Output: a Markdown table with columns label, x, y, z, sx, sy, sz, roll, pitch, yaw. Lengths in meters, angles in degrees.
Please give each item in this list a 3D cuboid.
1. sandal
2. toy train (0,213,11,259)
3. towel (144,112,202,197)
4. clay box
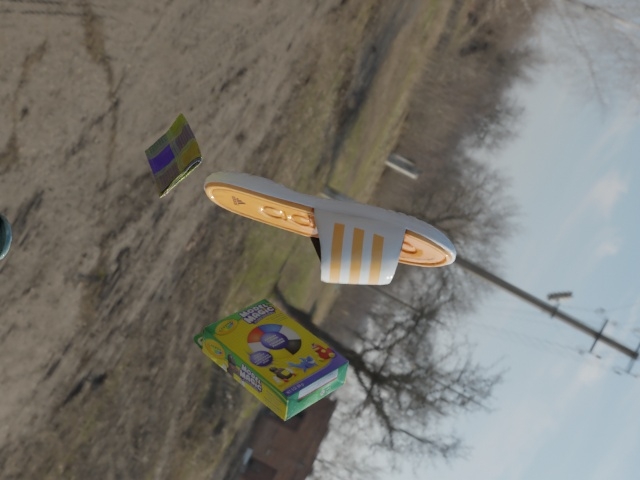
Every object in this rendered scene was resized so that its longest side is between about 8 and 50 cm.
| label | x | y | z | sx | sy | sz | roll | pitch | yaw |
| --- | --- | --- | --- | --- | --- | --- | --- | --- | --- |
| sandal | 0.000 | 0.004 | 0.824 | 0.102 | 0.265 | 0.076 | 77 | 30 | -69 |
| toy train | -0.622 | 0.040 | 1.340 | 0.142 | 0.190 | 0.334 | 1 | 121 | -50 |
| towel | -0.146 | -0.084 | 0.811 | 0.060 | 0.009 | 0.083 | -41 | -136 | 15 |
| clay box | -0.081 | 0.167 | 1.248 | 0.127 | 0.222 | 0.053 | -24 | 135 | -40 |
